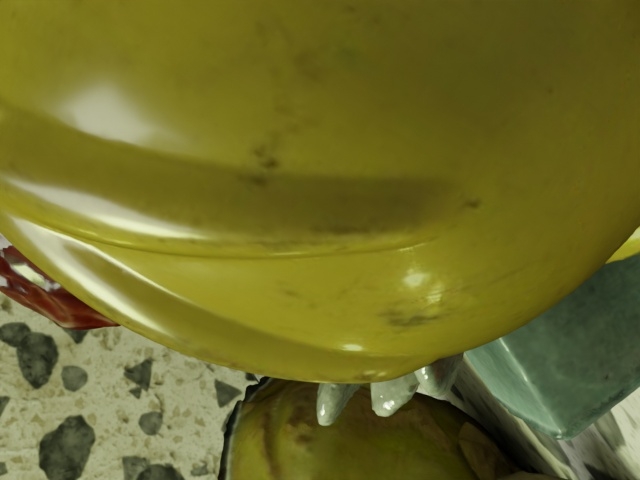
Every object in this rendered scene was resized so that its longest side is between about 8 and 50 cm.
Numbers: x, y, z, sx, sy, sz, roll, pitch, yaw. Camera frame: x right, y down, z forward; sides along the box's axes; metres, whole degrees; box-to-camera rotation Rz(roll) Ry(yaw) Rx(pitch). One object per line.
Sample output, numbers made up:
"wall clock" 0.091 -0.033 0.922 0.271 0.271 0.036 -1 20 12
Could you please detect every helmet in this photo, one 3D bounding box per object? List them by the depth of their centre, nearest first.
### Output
"helmet" -0.029 -0.045 0.482 0.257 0.140 0.205 30 146 20

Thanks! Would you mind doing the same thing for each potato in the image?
"potato" 0.077 0.211 1.079 0.246 0.196 0.299 -20 -83 -64

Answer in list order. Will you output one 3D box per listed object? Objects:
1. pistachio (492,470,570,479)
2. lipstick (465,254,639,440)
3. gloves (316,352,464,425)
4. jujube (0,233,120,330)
"pistachio" 0.133 0.206 0.904 0.223 0.126 0.152 46 161 -25
"lipstick" 0.016 -0.078 0.597 0.317 0.066 0.068 56 171 -17
"gloves" 0.010 -0.005 0.817 0.219 0.131 0.140 6 125 43
"jujube" -0.162 -0.119 1.024 0.216 0.216 0.342 41 157 57
